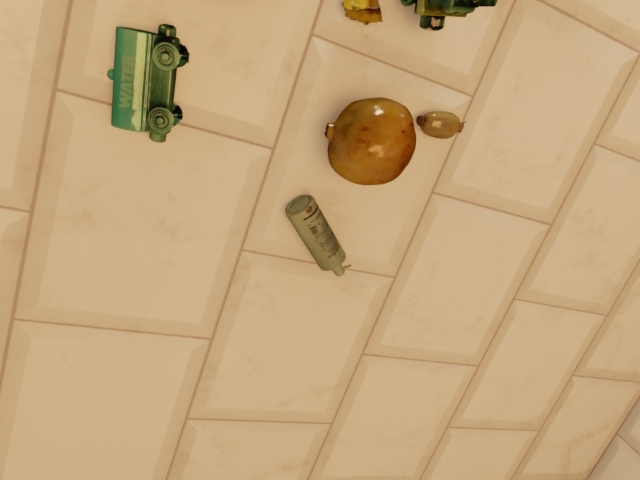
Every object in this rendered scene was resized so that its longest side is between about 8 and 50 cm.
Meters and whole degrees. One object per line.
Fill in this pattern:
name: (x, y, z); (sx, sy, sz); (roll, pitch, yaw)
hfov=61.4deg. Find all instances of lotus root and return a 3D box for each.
lotus root: (0.327, -0.310, 1.447); (0.151, 0.062, 0.073); (2, 114, -21)

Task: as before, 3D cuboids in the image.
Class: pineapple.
pineapple: (0.109, -0.562, 1.236); (0.114, 0.077, 0.114); (-1, 102, -26)

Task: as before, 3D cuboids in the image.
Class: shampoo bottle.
shampoo bottle: (0.000, 0.000, 1.459); (0.085, 0.085, 0.262); (-33, 123, -3)

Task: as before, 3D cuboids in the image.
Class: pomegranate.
pomegranate: (0.127, -0.239, 1.315); (0.233, 0.233, 0.233); (-9, 118, -17)

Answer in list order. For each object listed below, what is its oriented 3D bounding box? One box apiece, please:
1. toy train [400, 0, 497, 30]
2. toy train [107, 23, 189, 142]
toy train: (0.288, -0.656, 1.151); (0.160, 0.253, 0.396); (-5, 115, -18)
toy train: (-0.372, -0.338, 1.149); (0.159, 0.101, 0.248); (10, 111, -8)
